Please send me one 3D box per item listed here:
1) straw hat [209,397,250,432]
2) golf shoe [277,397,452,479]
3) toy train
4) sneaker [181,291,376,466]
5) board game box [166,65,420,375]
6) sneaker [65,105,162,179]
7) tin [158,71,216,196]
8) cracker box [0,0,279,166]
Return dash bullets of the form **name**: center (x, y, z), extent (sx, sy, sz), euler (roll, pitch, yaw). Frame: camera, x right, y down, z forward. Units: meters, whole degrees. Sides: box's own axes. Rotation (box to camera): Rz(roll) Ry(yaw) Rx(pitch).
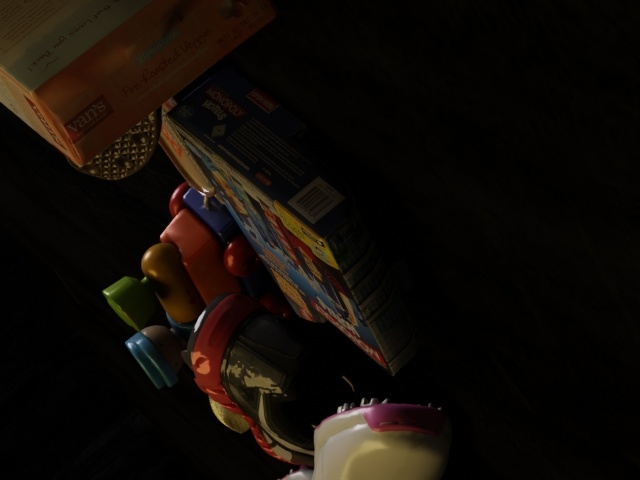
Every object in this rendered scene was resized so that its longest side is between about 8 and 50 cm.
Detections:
- **straw hat**: center (-0.094, 0.182, 2.257), extent (0.144, 0.061, 0.144), euler (48, 167, 15)
- **golf shoe**: center (0.033, 0.228, 1.600), extent (0.306, 0.115, 0.140), euler (120, 154, -59)
- **toy train**: center (-0.127, 0.018, 1.682), extent (0.105, 0.143, 0.248), euler (42, 165, 36)
- **sneaker**: center (-0.006, 0.142, 1.707), extent (0.135, 0.097, 0.276), euler (22, 164, 33)
- **board game box**: center (0.000, 0.000, 1.363), extent (0.194, 0.060, 0.194), euler (40, 165, 43)
- **sneaker**: center (-0.130, -0.117, 1.368), extent (0.066, 0.071, 0.188), euler (21, 142, -6)
- **tin**: center (-0.116, -0.117, 1.449), extent (0.189, 0.040, 0.106), euler (54, 159, 17)
- **cracker box**: center (-0.151, -0.151, 1.233), extent (0.232, 0.156, 0.067), euler (37, 161, 52)
